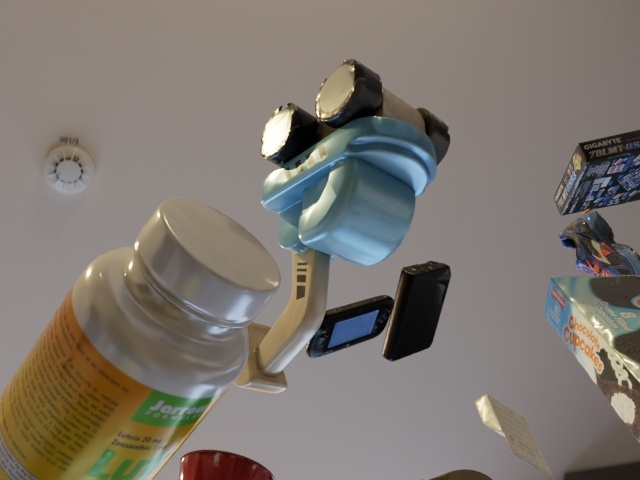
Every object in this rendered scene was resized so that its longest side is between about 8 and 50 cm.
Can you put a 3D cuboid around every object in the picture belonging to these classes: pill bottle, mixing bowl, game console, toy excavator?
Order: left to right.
[{"bbox_3d":[-0.141,0.092,0.419,0.136,0.136,0.245,31,-72,-26],"label":"pill bottle"},{"bbox_3d":[-0.178,0.462,0.981,0.182,0.098,0.181,6,-46,6],"label":"mixing bowl"},{"bbox_3d":[0.000,0.000,0.916,0.222,0.433,0.444,24,-125,-36],"label":"toy excavator"},{"bbox_3d":[0.119,0.165,1.106,0.362,0.044,0.213,-10,-60,-37],"label":"game console"}]

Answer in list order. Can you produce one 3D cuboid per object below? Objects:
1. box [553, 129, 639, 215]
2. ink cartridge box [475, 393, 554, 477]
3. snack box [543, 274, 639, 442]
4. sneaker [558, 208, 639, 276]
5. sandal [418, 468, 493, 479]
[{"bbox_3d":[0.816,-0.187,1.488,0.294,0.295,0.073,-13,-117,5],"label":"box"},{"bbox_3d":[0.581,0.596,1.664,0.189,0.232,0.066,34,-64,-20],"label":"ink cartridge box"},{"bbox_3d":[0.376,0.130,0.540,0.187,0.322,0.060,-1,-66,-1],"label":"snack box"},{"bbox_3d":[0.506,0.040,0.982,0.087,0.221,0.083,-31,-53,13],"label":"sneaker"},{"bbox_3d":[0.307,0.624,1.348,0.240,0.088,0.079,-3,-47,-9],"label":"sandal"}]
